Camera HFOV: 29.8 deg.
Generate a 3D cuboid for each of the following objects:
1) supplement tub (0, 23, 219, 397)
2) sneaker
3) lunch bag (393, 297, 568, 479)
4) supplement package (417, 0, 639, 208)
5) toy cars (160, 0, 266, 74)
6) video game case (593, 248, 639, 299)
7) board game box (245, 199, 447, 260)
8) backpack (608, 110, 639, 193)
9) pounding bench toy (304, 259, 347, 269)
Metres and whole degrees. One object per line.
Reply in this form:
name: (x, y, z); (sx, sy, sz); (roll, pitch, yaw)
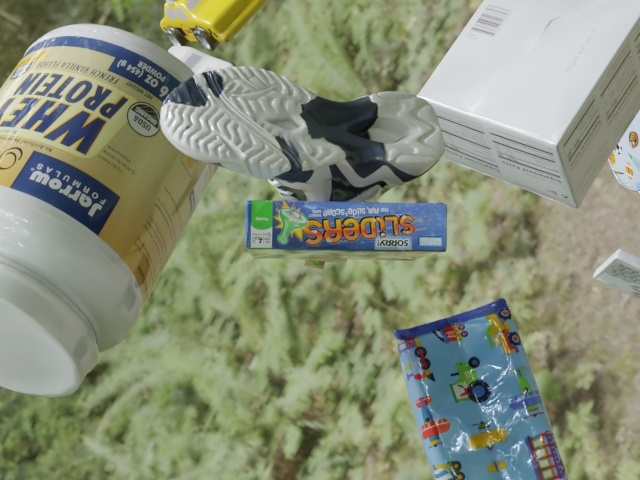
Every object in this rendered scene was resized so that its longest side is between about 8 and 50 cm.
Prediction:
supplement tub: (-0.249, -0.030, 1.166); (0.228, 0.228, 0.316); (-33, 27, 52)
sneaker: (-0.031, -0.065, 0.997); (0.153, 0.235, 0.094); (-49, 51, 55)
lunch bag: (0.181, 0.222, 1.422); (0.293, 0.138, 0.220); (78, 176, -72)
supplement package: (0.286, -0.208, 1.502); (0.204, 0.145, 0.261); (24, 71, 34)
toy cars: (-0.160, -0.244, 1.452); (0.176, 0.087, 0.393); (-30, 30, 23)
video game case: (0.487, 0.065, 1.777); (0.157, 0.143, 0.019); (87, -151, -78)
board game box: (0.014, -0.005, 0.896); (0.201, 0.136, 0.035); (112, 159, -87)
backpack: (0.591, -0.181, 2.011); (0.263, 0.213, 0.276); (97, 164, -71)
pounding bench toy: (0.000, 0.000, 1.131); (0.065, 0.052, 0.083); (-89, 4, -67)
